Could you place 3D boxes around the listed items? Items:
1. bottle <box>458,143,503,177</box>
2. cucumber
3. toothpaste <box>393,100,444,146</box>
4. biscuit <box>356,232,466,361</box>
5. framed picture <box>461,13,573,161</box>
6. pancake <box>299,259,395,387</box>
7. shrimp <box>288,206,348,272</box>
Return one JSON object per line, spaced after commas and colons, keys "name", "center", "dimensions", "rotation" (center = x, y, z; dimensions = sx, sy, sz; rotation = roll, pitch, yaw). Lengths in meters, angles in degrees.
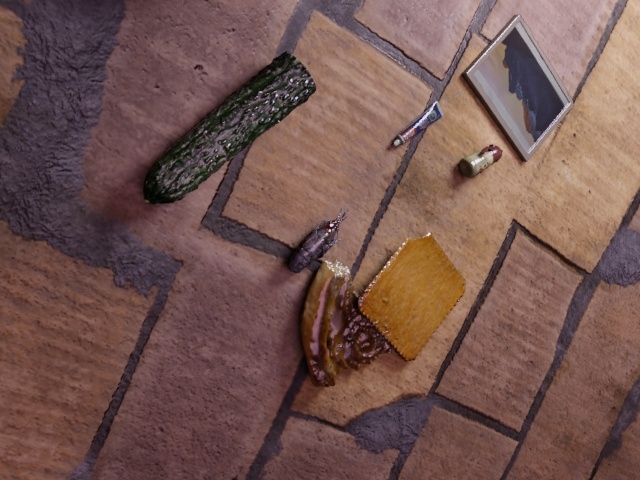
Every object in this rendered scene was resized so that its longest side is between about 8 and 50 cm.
{"name": "bottle", "center": [0.352, -0.176, 1.278], "dimensions": [0.101, 0.063, 0.047], "rotation": [-28, 82, -20]}
{"name": "cucumber", "center": [-0.163, -0.182, 1.022], "dimensions": [0.359, 0.096, 0.096], "rotation": [-43, 114, -8]}
{"name": "toothpaste", "center": [0.200, -0.236, 1.213], "dimensions": [0.140, 0.021, 0.037], "rotation": [-39, 118, -15]}
{"name": "biscuit", "center": [0.204, 0.116, 1.270], "dimensions": [0.237, 0.013, 0.232], "rotation": [-50, 121, -15]}
{"name": "framed picture", "center": [0.444, -0.334, 1.305], "dimensions": [0.265, 0.018, 0.192], "rotation": [45, 80, -25]}
{"name": "pancake", "center": [0.066, 0.186, 1.218], "dimensions": [0.245, 0.057, 0.265], "rotation": [15, 93, -27]}
{"name": "shrimp", "center": [0.000, 0.000, 1.145], "dimensions": [0.165, 0.065, 0.056], "rotation": [-41, 79, -10]}
